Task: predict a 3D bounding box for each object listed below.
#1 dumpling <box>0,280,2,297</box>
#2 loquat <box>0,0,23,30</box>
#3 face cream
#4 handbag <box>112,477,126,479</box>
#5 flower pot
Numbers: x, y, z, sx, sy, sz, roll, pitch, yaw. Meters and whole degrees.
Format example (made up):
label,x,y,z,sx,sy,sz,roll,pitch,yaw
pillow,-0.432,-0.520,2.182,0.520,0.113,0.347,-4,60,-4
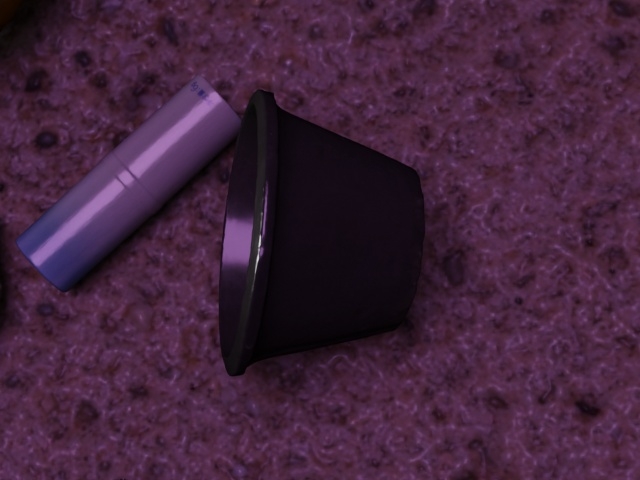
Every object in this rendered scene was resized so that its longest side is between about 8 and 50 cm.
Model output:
label,x,y,z,sx,sy,sz,roll,pitch,yaw
dumpling,-0.397,0.061,1.345,0.155,0.181,0.111,-12,112,36
loquat,-0.421,-0.313,1.360,0.275,0.275,0.274,-2,77,9
face cream,-0.190,-0.057,1.341,0.250,0.077,0.077,-42,74,-3
handbag,-0.218,0.313,1.212,0.205,0.179,0.116,-44,81,-1
flower pot,0.000,0.000,1.232,0.166,0.269,0.268,6,77,-12
